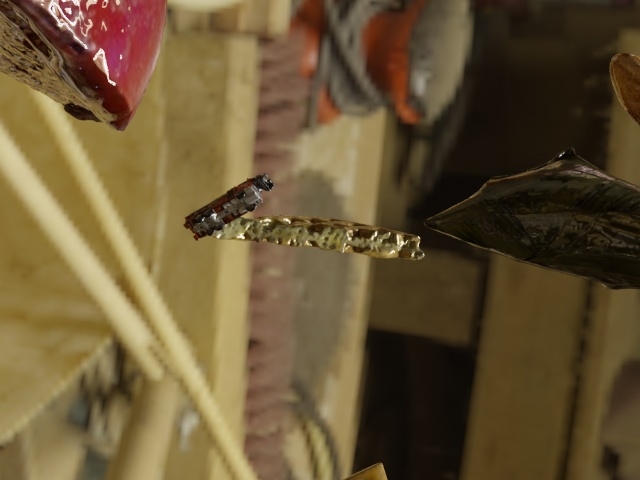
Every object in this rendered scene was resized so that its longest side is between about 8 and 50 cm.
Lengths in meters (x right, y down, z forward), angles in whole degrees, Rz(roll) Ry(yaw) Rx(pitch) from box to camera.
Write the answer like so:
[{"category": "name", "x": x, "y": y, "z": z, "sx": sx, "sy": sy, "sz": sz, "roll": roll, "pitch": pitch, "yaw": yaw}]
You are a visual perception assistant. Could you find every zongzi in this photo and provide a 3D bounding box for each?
[{"category": "zongzi", "x": 0.227, "y": -0.002, "z": 1.722, "sx": 0.204, "sy": 0.205, "sz": 0.094, "roll": -10, "pitch": 119, "yaw": -47}]

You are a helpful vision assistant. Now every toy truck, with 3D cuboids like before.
[{"category": "toy truck", "x": -0.078, "y": -0.030, "z": 1.706, "sx": 0.024, "sy": 0.083, "sz": 0.032, "roll": 52, "pitch": 19, "yaw": -25}]

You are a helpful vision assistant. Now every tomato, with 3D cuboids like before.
[{"category": "tomato", "x": -0.203, "y": -0.217, "z": 1.336, "sx": 0.170, "sy": 0.309, "sz": 0.309, "roll": -58, "pitch": 151, "yaw": -7}]

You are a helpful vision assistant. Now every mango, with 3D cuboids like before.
[{"category": "mango", "x": 0.268, "y": -0.122, "z": 1.621, "sx": 0.060, "sy": 0.089, "sz": 0.046, "roll": 10, "pitch": 129, "yaw": -50}]

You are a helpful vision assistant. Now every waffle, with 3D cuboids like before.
[{"category": "waffle", "x": 0.000, "y": 0.000, "z": 1.879, "sx": 0.191, "sy": 0.125, "sz": 0.032, "roll": -2, "pitch": 103, "yaw": -58}]

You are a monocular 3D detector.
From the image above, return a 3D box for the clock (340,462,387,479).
[{"category": "clock", "x": -0.028, "y": 0.375, "z": 1.964, "sx": 0.244, "sy": 0.317, "sz": 0.200, "roll": -148, "pitch": -135, "yaw": -71}]
